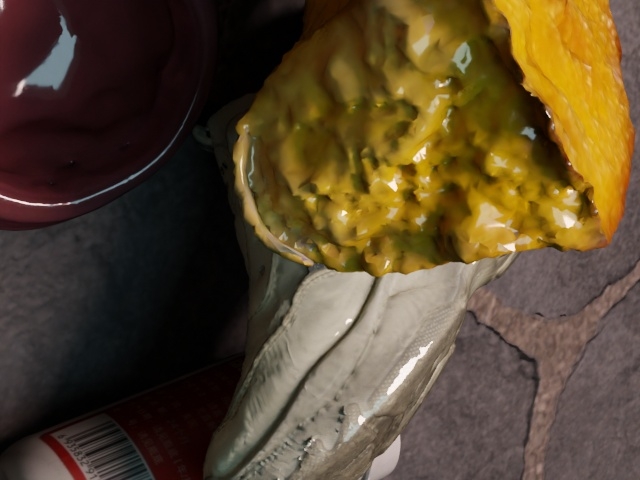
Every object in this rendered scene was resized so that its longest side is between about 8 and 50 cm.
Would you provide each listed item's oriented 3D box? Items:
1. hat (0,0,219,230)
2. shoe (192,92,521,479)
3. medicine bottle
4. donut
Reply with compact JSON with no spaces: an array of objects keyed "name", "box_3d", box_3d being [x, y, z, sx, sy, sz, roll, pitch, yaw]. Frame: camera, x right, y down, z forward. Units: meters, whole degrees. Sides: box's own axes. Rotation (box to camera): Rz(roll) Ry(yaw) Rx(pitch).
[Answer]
[{"name":"hat","box_3d":[-0.151,-0.106,0.757,0.205,0.089,0.205,-14,119,-27]},{"name":"shoe","box_3d":[0.000,0.000,0.860,0.342,0.210,0.132,-54,167,-17]},{"name":"medicine bottle","box_3d":[-0.077,0.152,0.907,0.250,0.131,0.131,-19,121,-30]},{"name":"donut","box_3d":[0.002,-0.202,0.690,0.435,0.163,0.377,52,34,-36]}]
